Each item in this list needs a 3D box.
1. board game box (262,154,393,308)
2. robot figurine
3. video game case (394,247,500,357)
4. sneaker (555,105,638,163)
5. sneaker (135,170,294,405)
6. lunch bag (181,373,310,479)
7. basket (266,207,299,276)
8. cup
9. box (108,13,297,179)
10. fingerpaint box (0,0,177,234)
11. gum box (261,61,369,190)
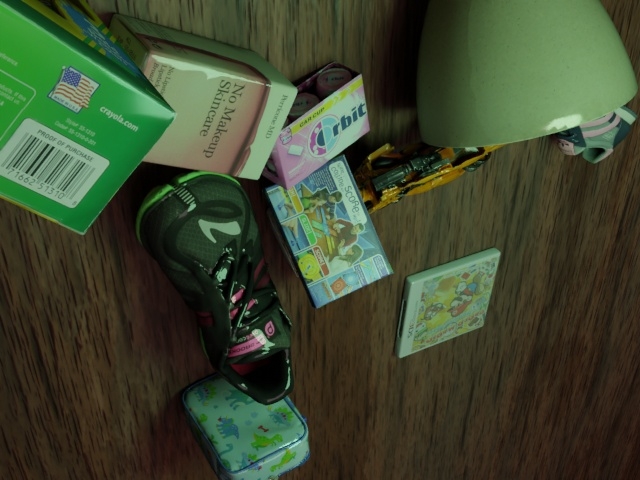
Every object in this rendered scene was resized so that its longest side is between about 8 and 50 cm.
[{"bbox_3d":[0.012,-0.014,1.389,0.136,0.035,0.201,-24,97,-11],"label":"board game box"},{"bbox_3d":[0.175,-0.130,1.500,0.291,0.085,0.211,-22,171,-18],"label":"robot figurine"},{"bbox_3d":[0.261,0.129,1.857,0.227,0.026,0.206,-17,132,-27],"label":"video game case"},{"bbox_3d":[0.472,-0.223,1.669,0.319,0.112,0.131,14,111,-42],"label":"sneaker"},{"bbox_3d":[-0.128,0.080,1.387,0.185,0.202,0.483,-34,137,-11],"label":"sneaker"},{"bbox_3d":[-0.127,0.323,1.572,0.176,0.219,0.090,-24,135,-22],"label":"lunch bag"},{"bbox_3d":[0.000,0.000,1.494,0.113,0.103,0.167,-34,137,-11],"label":"basket"},{"bbox_3d":[0.284,-0.305,1.344,0.331,0.331,0.237,-24,111,-21],"label":"cup"},{"bbox_3d":[-0.174,-0.184,1.194,0.232,0.127,0.148,6,119,-40],"label":"box"},{"bbox_3d":[-0.392,-0.240,0.799,0.163,0.371,0.445,-49,137,9],"label":"fingerpaint box"},{"bbox_3d":[-0.018,-0.169,1.346,0.188,0.062,0.107,-39,140,-24],"label":"gum box"}]
